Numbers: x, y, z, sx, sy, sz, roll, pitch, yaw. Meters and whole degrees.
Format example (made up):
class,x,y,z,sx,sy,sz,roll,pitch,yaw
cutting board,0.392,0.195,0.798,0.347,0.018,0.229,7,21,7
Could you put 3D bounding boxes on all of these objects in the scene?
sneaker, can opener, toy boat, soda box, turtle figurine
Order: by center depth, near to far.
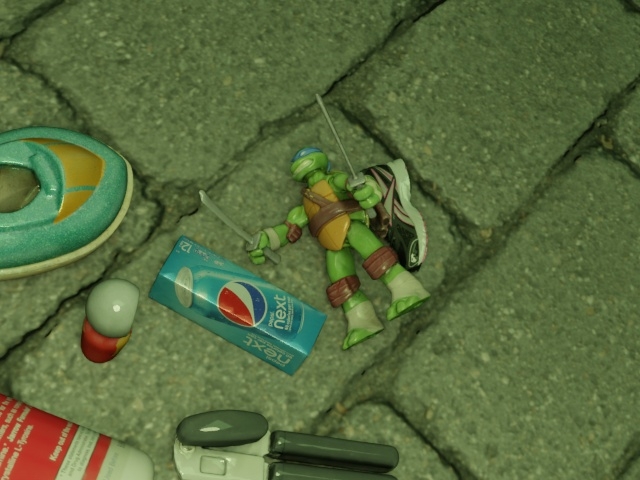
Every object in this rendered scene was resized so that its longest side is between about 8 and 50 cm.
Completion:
class,x,y,z,sx,sy,sz,roll,pitch,yaw
can opener,-0.033,0.253,1.227,0.284,0.095,0.075,10,60,-16
toy boat,-0.309,-0.007,1.231,0.268,0.148,0.318,-26,74,-31
soda box,-0.104,0.082,1.308,0.210,0.071,0.067,29,56,-5
turtle figurine,0.000,0.000,1.326,0.198,0.275,0.266,-31,79,3
sneaker,0.095,-0.030,1.462,0.077,0.072,0.178,-7,57,-12

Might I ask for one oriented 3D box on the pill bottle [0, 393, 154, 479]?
class,x,y,z,sx,sy,sz,roll,pitch,yaw
pill bottle,-0.388,0.243,1.013,0.408,0.229,0.229,24,56,-8
